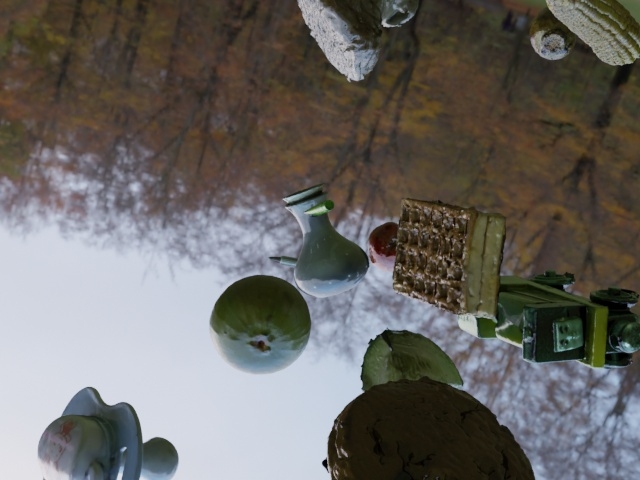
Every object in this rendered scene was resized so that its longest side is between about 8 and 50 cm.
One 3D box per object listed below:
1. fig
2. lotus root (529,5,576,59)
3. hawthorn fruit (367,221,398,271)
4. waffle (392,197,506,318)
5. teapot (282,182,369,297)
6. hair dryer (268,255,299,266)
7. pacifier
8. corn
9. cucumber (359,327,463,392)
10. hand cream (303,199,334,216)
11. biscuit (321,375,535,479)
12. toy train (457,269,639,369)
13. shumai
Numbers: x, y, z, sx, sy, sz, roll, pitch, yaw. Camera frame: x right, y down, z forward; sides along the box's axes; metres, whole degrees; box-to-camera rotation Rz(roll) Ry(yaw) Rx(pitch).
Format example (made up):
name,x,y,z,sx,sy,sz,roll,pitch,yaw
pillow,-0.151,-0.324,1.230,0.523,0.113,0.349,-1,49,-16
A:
name,x,y,z,sx,sy,sz,roll,pitch,yaw
fig,-0.172,0.232,2.543,0.316,0.316,0.316,17,-164,-5
lotus root,0.528,-0.479,1.955,0.108,0.094,0.190,51,-138,-22
hawthorn fruit,0.171,0.016,2.157,0.128,0.128,0.128,17,-164,-5
waffle,0.249,0.028,1.738,0.091,0.212,0.308,2,-174,-22
teapot,0.000,0.000,2.038,0.184,0.250,0.183,-20,-173,2
hair dryer,-0.058,0.079,2.423,0.183,0.044,0.154,-1,-126,-10
pacifier,-0.333,0.369,1.426,0.226,0.238,0.287,14,172,-38
corn,0.495,-0.403,1.582,0.292,0.101,0.101,15,-166,-44
cucumber,0.183,0.268,1.777,0.325,0.105,0.145,16,-133,-57
hand cream,-0.002,-0.065,1.832,0.036,0.023,0.122,7,170,-18
biscuit,0.151,0.294,1.152,0.296,0.075,0.296,12,-138,-10
toy train,0.457,0.155,1.756,0.253,0.160,0.397,0,-172,-19
shumai,0.102,-0.593,2.173,0.267,0.262,0.314,45,172,45
